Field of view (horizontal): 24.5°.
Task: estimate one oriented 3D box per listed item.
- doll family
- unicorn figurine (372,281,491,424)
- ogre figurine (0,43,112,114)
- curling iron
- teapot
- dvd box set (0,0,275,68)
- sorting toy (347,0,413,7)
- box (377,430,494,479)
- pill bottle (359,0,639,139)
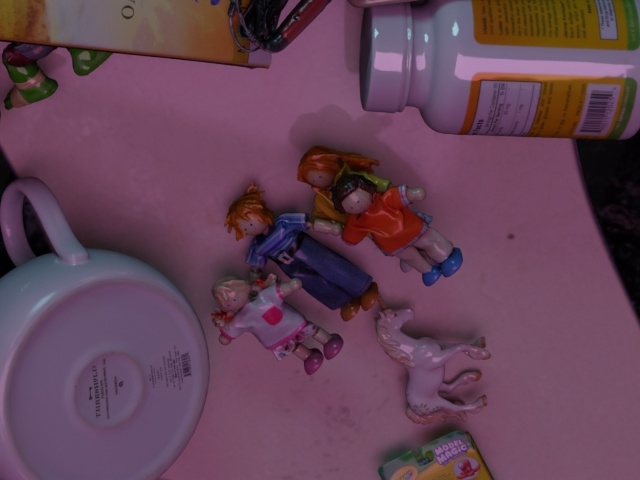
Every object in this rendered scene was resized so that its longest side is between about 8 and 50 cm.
[{"bbox_3d":[0.000,0.000,1.388,0.163,0.118,0.263,38,122,-23],"label":"doll family"},{"bbox_3d":[0.109,0.121,1.455,0.111,0.060,0.162,-4,111,-4],"label":"unicorn figurine"},{"bbox_3d":[-0.253,-0.188,1.290,0.197,0.097,0.118,-23,123,16],"label":"ogre figurine"},{"bbox_3d":[0.030,-0.256,1.215,0.274,0.035,0.068,-41,110,-5],"label":"curling iron"},{"bbox_3d":[-0.241,0.112,1.365,0.252,0.187,0.256,39,77,-36],"label":"teapot"},{"bbox_3d":[-0.227,-0.306,1.165,0.420,0.062,0.307,4,96,-24],"label":"dvd box set"},{"bbox_3d":[0.104,-0.312,1.257,0.193,0.038,0.208,-8,86,-1],"label":"sorting toy"},{"bbox_3d":[0.138,0.279,1.528,0.105,0.043,0.179,-26,113,5],"label":"box"},{"bbox_3d":[0.161,-0.161,1.311,0.246,0.136,0.136,2,111,-5],"label":"pill bottle"}]
